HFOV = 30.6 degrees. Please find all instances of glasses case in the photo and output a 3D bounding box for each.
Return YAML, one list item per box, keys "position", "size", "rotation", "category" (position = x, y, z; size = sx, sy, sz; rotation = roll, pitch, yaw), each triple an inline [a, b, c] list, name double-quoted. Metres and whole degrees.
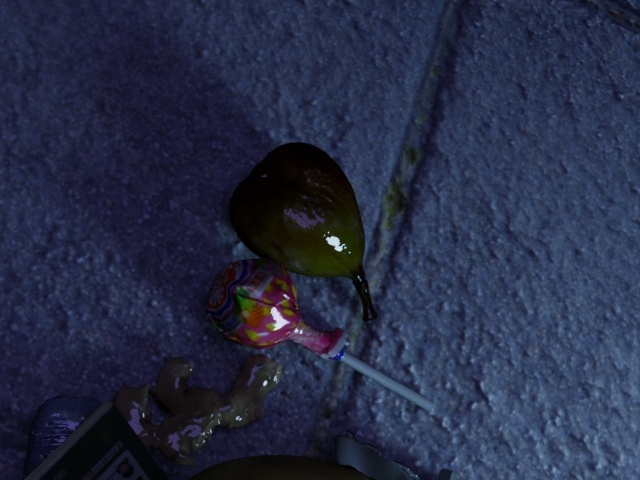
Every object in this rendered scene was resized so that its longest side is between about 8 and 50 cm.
- position: [-0.314, 0.329, 1.421]
  size: [0.109, 0.067, 0.283]
  rotation: [11, 73, -17]
  category: "glasses case"

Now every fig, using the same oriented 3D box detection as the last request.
- position: [0.001, 0.000, 1.616]
  size: [0.170, 0.145, 0.274]
  rotation: [-44, 104, -24]
  category: "fig"

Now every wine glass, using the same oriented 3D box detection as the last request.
- position: [0.022, 0.381, 1.490]
  size: [0.156, 0.156, 0.232]
  rotation: [37, 70, -5]
  category: "wine glass"

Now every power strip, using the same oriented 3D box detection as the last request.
- position: [0.173, 0.343, 1.566]
  size: [0.019, 0.136, 0.051]
  rotation: [10, 66, 23]
  category: "power strip"

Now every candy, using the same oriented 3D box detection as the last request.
- position: [0.011, 0.145, 1.593]
  size: [0.365, 0.124, 0.124]
  rotation: [31, 65, -17]
  category: "candy"

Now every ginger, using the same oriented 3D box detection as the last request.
- position: [-0.168, 0.213, 1.520]
  size: [0.258, 0.065, 0.149]
  rotation: [-38, 86, -23]
  category: "ginger"

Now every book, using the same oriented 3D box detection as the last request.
- position: [-0.251, 0.355, 1.391]
  size: [0.202, 0.027, 0.264]
  rotation: [-46, 118, -30]
  category: "book"

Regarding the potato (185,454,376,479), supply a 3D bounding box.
- position: [-0.089, 0.452, 1.236]
  size: [0.319, 0.385, 0.442]
  rotation: [18, 58, -52]
  category: "potato"
